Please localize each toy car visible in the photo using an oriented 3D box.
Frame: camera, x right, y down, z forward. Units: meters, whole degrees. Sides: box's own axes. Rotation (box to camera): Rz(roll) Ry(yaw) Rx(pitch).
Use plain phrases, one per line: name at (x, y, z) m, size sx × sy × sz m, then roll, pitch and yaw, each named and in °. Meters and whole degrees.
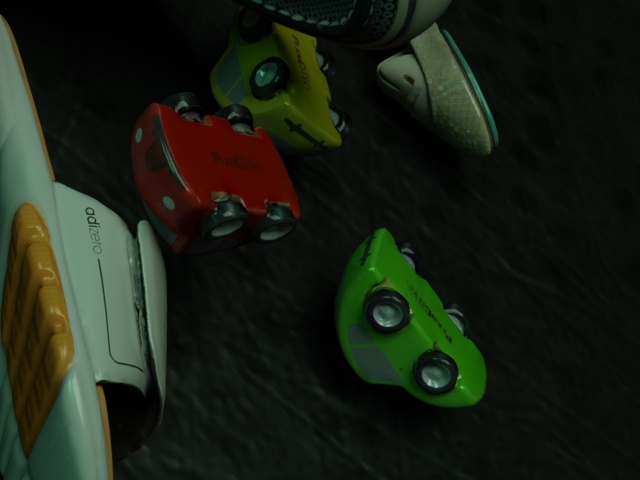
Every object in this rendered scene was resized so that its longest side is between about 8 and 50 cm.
toy car at (0.000, 0.000, 0.690) m, size 0.225 × 0.053 × 0.239 m, roll 52°, pitch 24°, yaw -14°

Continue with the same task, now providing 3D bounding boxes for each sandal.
sandal at (-0.105, 0.008, 0.612) m, size 0.076 × 0.102 × 0.265 m, roll -3°, pitch 65°, yaw -30°

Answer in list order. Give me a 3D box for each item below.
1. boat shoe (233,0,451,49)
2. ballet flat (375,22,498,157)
boat shoe at (-0.111, -0.165, 0.650) m, size 0.340 × 0.127 × 0.158 m, roll 34°, pitch 52°, yaw 25°
ballet flat at (0.045, -0.113, 0.811) m, size 0.052 × 0.057 × 0.168 m, roll -21°, pitch 72°, yaw -9°
